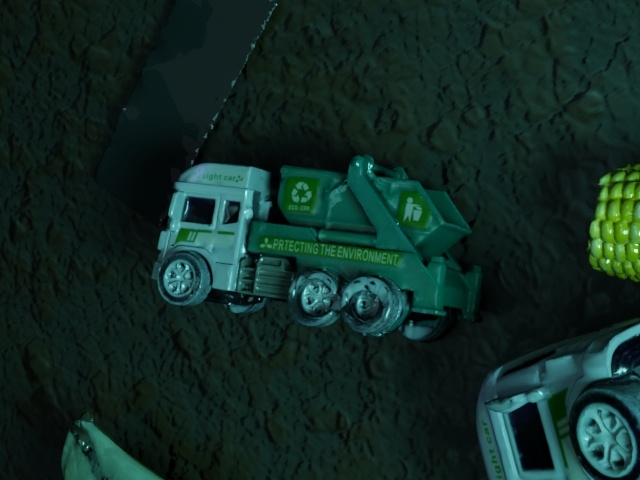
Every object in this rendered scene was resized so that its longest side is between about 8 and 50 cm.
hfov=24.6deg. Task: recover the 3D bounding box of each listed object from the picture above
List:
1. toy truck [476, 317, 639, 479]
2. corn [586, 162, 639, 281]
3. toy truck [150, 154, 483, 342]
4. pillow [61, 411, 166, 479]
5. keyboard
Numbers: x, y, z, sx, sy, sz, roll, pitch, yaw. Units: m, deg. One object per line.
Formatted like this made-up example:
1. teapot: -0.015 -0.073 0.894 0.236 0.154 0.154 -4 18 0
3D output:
1. toy truck: 0.207 0.220 0.852 0.178 0.177 0.363 -10 94 53
2. corn: 0.277 -0.003 0.844 0.248 0.081 0.081 7 99 27
3. toy truck: 0.000 0.000 0.981 0.216 0.110 0.116 7 87 28
4. pillow: -0.101 0.325 1.059 0.312 0.119 0.310 26 104 23
5. keyboard: -0.100 -0.108 1.068 0.074 0.015 0.196 35 111 16
